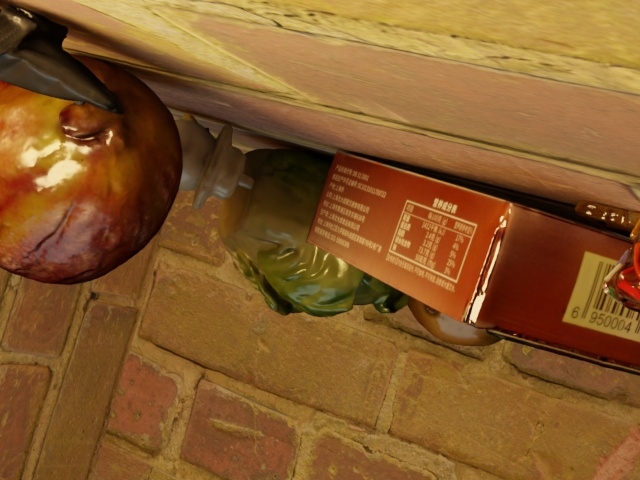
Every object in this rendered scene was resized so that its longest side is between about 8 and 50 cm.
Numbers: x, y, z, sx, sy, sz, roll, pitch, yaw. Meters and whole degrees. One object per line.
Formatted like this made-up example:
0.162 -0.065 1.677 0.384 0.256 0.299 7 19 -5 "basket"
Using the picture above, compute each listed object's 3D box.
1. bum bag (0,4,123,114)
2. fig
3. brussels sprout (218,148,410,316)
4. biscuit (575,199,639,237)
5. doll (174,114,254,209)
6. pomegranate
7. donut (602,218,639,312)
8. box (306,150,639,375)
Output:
-0.261 -0.157 0.807 0.248 0.060 0.123 18 180 -27 "bum bag"
-0.244 -0.071 1.020 0.263 0.224 0.224 13 178 41 "fig"
0.001 -0.002 1.458 0.294 0.227 0.259 24 163 -20 "brussels sprout"
0.307 -0.012 1.039 0.119 0.019 0.130 16 -179 15 "biscuit"
-0.218 -0.124 1.330 0.293 0.119 0.138 21 163 -9 "doll"
0.239 0.066 1.749 0.233 0.233 0.233 16 180 0 "pomegranate"
0.307 0.028 0.689 0.230 0.096 0.216 16 178 8 "donut"
0.220 0.027 1.163 0.345 0.122 0.385 16 -175 -25 "box"
